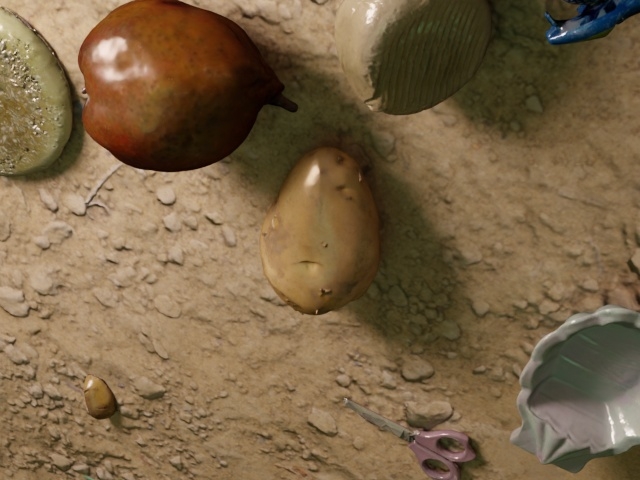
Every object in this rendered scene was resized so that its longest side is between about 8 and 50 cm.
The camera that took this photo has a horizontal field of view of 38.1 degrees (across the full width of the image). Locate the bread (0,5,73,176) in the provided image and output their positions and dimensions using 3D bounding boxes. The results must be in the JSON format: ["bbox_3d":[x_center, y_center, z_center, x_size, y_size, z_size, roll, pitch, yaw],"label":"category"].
[{"bbox_3d":[-0.458,-0.200,1.271,0.267,0.040,0.267,11,126,15],"label":"bread"}]

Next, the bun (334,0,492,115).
[{"bbox_3d":[0.089,-0.224,0.984,0.166,0.113,0.173,14,128,-40],"label":"bun"}]

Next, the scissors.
[{"bbox_3d":[0.127,0.291,1.387,0.212,0.021,0.110,27,127,2],"label":"scissors"}]

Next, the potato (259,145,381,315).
[{"bbox_3d":[0.005,0.001,1.168,0.161,0.128,0.235,27,124,-3],"label":"potato"}]

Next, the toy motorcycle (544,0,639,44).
[{"bbox_3d":[0.335,-0.255,0.873,0.254,0.092,0.136,-13,113,9],"label":"toy motorcycle"}]

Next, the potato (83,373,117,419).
[{"bbox_3d":[-0.374,0.273,1.567,0.037,0.036,0.093,1,122,25],"label":"potato"}]

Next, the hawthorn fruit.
[{"bbox_3d":[-0.150,-0.177,1.079,0.248,0.208,0.208,1,125,2],"label":"hawthorn fruit"}]

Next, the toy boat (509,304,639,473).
[{"bbox_3d":[0.350,0.176,1.166,0.199,0.100,0.290,29,128,2],"label":"toy boat"}]
